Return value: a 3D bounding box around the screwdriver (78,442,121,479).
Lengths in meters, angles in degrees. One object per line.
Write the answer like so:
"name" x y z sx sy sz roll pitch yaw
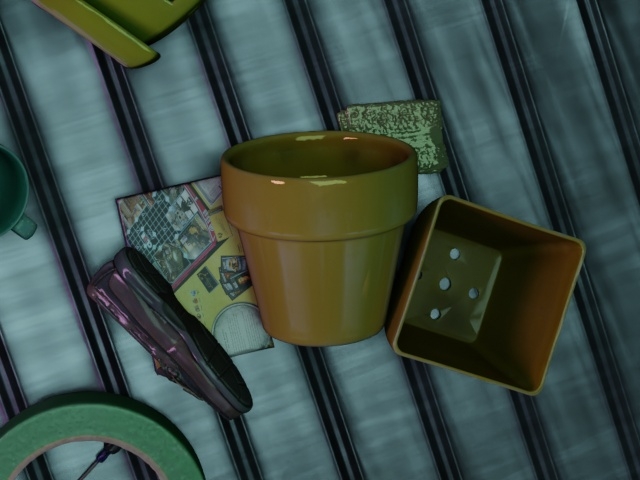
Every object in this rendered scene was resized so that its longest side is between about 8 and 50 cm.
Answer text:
"screwdriver" -0.309 0.306 1.945 0.024 0.025 0.170 43 93 -10

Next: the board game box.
"board game box" -0.169 0.043 1.942 0.165 0.042 0.243 -13 95 -10

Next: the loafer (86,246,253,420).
"loafer" -0.196 0.133 1.885 0.084 0.096 0.267 -38 92 13

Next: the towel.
"towel" 0.100 -0.140 1.991 0.148 0.027 0.110 -7 93 -8

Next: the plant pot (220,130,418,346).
"plant pot" 0.000 0.000 1.875 0.254 0.254 0.239 -4 108 -10

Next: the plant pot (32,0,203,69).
"plant pot" -0.247 -0.345 1.825 0.227 0.228 0.207 34 93 -8

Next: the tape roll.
"tape roll" -0.305 0.361 1.899 0.321 0.077 0.321 -1 97 -7

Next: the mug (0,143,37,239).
"mug" -0.448 -0.060 1.853 0.129 0.097 0.157 -25 118 -28

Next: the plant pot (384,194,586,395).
"plant pot" 0.196 0.067 1.933 0.212 0.187 0.212 18 88 -14
